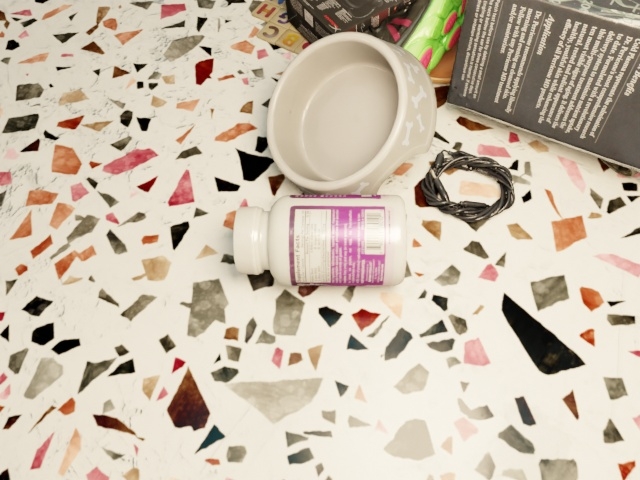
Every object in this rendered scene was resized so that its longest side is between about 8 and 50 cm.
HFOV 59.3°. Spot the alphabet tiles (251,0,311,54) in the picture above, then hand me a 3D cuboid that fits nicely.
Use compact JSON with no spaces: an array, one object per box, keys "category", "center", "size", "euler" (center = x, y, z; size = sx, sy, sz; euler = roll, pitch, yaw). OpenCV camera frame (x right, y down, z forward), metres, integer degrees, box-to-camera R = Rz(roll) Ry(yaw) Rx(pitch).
[{"category":"alphabet tiles","center":[0.004,-0.598,1.435],"size":[0.285,0.011,0.342],"euler":[29,67,16]}]

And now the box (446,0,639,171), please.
[{"category":"box","center":[0.579,-0.433,1.112],"size":[0.472,0.297,0.480],"euler":[26,59,18]}]

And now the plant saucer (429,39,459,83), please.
[{"category":"plant saucer","center":[0.280,-0.441,1.323],"size":[0.200,0.037,0.199],"euler":[-1,61,2]}]

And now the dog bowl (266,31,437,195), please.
[{"category":"dog bowl","center":[0.043,-0.237,1.091],"size":[0.349,0.102,0.348],"euler":[-6,79,32]}]

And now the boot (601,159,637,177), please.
[{"category":"boot","center":[0.704,-0.192,1.148],"size":[0.209,0.076,0.189],"euler":[-30,50,-20]}]

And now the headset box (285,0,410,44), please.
[{"category":"headset box","center":[0.094,-0.572,1.348],"size":[0.293,0.110,0.218],"euler":[-33,65,-14]}]

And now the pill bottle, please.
[{"category":"pill bottle","center":[0.000,0.000,1.029],"size":[0.302,0.169,0.169],"euler":[0,62,3]}]

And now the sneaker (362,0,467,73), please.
[{"category":"sneaker","center":[0.167,-0.435,1.208],"size":[0.202,0.185,0.482],"euler":[28,81,24]}]

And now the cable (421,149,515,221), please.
[{"category":"cable","center":[0.302,-0.108,1.139],"size":[0.185,0.047,0.150],"euler":[27,67,15]}]
